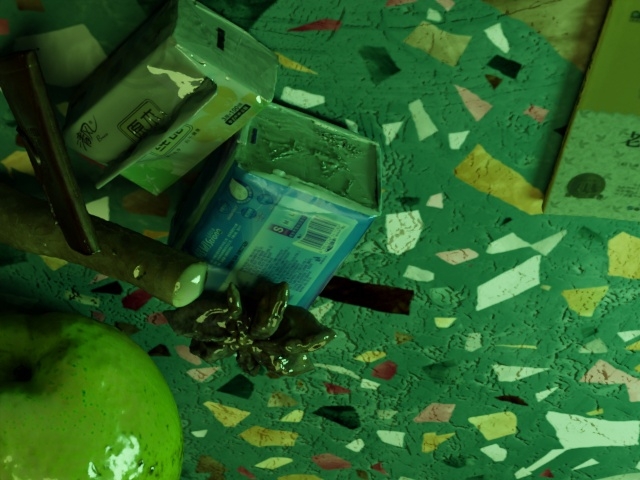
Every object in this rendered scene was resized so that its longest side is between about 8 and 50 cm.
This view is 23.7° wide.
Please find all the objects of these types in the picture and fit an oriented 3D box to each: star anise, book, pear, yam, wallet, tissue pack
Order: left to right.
[{"bbox_3d":[-0.390,0.271,2.167,0.391,0.391,0.391,1,139,1],"label":"pear"},{"bbox_3d":[-0.329,-0.104,1.841,0.031,0.137,0.255,-23,102,-24],"label":"wallet"},{"bbox_3d":[-0.302,0.004,1.952,0.357,0.081,0.081,20,144,23],"label":"yam"},{"bbox_3d":[-0.182,-0.153,1.821,0.159,0.145,0.229,31,132,-29],"label":"tissue pack"},{"bbox_3d":[-0.083,0.123,1.969,0.197,0.073,0.212,36,138,-30],"label":"star anise"},{"bbox_3d":[-0.063,-0.032,1.952,0.198,0.146,0.263,19,138,-16],"label":"tissue pack"},{"bbox_3d":[0.442,-0.152,1.879,0.269,0.032,0.389,4,140,-4],"label":"book"}]
